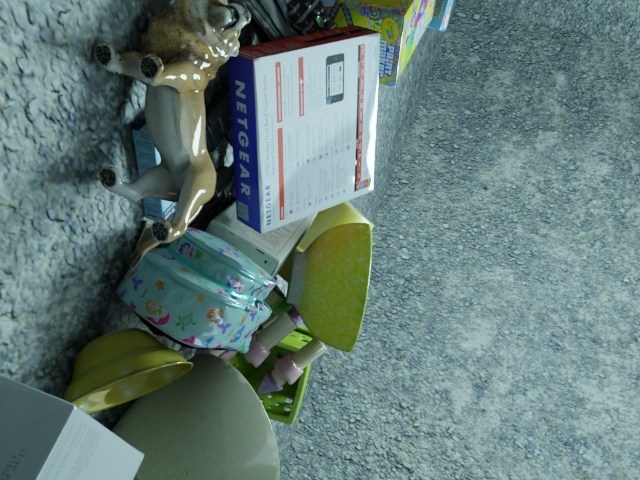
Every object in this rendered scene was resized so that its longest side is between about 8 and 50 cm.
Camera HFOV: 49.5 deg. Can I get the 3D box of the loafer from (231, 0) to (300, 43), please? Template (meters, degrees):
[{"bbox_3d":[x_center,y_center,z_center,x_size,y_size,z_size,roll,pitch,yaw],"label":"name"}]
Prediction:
[{"bbox_3d":[-0.090,-0.378,1.323,0.084,0.096,0.267,-50,135,-21],"label":"loafer"}]

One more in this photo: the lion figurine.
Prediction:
[{"bbox_3d":[-0.208,-0.170,1.019,0.240,0.142,0.392,-30,130,-67],"label":"lion figurine"}]

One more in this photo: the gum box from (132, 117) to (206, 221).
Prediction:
[{"bbox_3d":[-0.246,-0.146,1.166,0.157,0.041,0.184,-59,162,-44],"label":"gum box"}]

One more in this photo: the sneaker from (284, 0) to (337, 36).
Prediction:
[{"bbox_3d":[-0.070,-0.440,1.388,0.106,0.162,0.281,-54,124,-33],"label":"sneaker"}]

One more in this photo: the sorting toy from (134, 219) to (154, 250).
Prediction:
[{"bbox_3d":[-0.296,-0.006,1.212,0.083,0.012,0.062,0,110,-77],"label":"sorting toy"}]

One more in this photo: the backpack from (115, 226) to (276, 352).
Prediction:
[{"bbox_3d":[-0.212,0.087,1.195,0.191,0.225,0.253,-61,158,7],"label":"backpack"}]

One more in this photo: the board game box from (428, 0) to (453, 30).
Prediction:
[{"bbox_3d":[0.194,-0.696,1.678,0.086,0.302,0.308,-39,145,-67],"label":"board game box"}]

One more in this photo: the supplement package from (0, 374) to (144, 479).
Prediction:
[{"bbox_3d":[-0.382,0.305,0.906,0.293,0.175,0.177,84,26,-61],"label":"supplement package"}]

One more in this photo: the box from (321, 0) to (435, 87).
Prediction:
[{"bbox_3d":[0.087,-0.517,1.521,0.177,0.279,0.290,93,19,-50],"label":"box"}]

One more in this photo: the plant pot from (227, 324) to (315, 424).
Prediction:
[{"bbox_3d":[-0.132,0.335,1.907,0.207,0.227,0.228,-49,154,-73],"label":"plant pot"}]

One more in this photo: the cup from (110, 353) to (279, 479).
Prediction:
[{"bbox_3d":[-0.271,0.411,1.317,0.237,0.331,0.331,-17,129,-42],"label":"cup"}]

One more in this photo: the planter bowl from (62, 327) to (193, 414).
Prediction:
[{"bbox_3d":[-0.323,0.200,1.113,0.090,0.217,0.217,65,4,14],"label":"planter bowl"}]

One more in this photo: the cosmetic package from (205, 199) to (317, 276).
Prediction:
[{"bbox_3d":[-0.130,-0.011,1.467,0.113,0.160,0.309,-58,178,24],"label":"cosmetic package"}]

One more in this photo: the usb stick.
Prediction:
[{"bbox_3d":[-0.164,-0.275,1.325,0.077,0.045,0.278,89,23,-50],"label":"usb stick"}]

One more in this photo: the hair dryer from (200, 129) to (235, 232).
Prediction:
[{"bbox_3d":[-0.175,-0.168,1.427,0.293,0.080,0.223,-58,178,-29],"label":"hair dryer"}]

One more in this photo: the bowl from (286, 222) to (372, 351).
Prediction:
[{"bbox_3d":[0.009,0.091,1.529,0.289,0.156,0.289,-170,-90,-86],"label":"bowl"}]

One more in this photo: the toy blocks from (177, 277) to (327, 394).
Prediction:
[{"bbox_3d":[-0.193,0.196,1.580,0.260,0.309,0.288,-38,152,1],"label":"toy blocks"}]

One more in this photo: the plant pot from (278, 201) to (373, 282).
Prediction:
[{"bbox_3d":[0.000,0.000,1.764,0.239,0.254,0.254,-49,168,6],"label":"plant pot"}]

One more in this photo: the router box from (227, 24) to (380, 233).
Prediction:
[{"bbox_3d":[-0.024,-0.217,1.326,0.301,0.082,0.335,-22,126,-35],"label":"router box"}]
